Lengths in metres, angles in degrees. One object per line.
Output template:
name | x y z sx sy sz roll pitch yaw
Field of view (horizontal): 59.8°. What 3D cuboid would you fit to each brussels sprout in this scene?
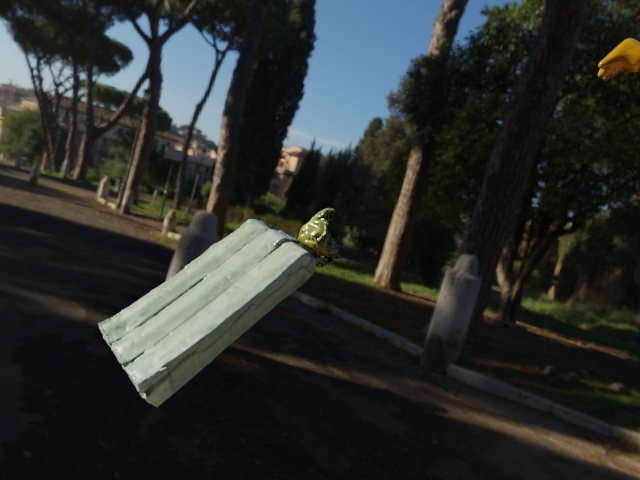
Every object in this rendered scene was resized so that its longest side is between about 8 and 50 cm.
brussels sprout | 0.000 0.000 0.773 0.058 0.085 0.085 -13 -8 23

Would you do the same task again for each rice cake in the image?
rice cake | -0.107 0.057 0.556 0.211 0.038 0.124 -35 42 -22

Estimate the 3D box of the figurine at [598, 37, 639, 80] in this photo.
figurine | 0.572 -0.192 0.771 0.344 0.215 0.187 50 -6 36
